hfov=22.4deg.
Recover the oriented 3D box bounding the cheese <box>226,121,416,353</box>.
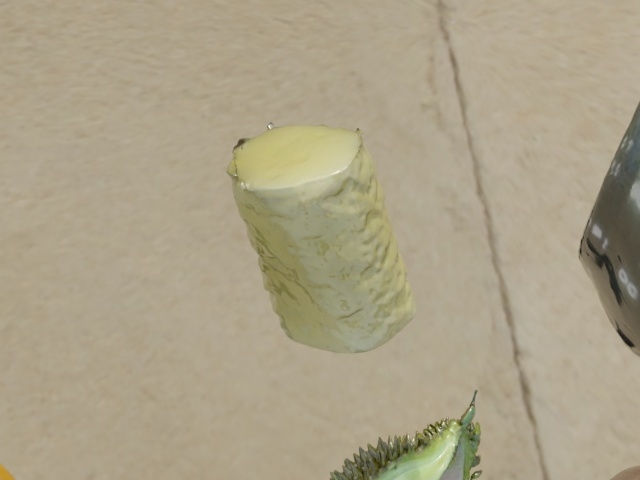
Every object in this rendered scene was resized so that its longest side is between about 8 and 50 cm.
[{"bbox_3d":[0.000,0.000,1.252,0.123,0.094,0.167,3,127,30],"label":"cheese"}]

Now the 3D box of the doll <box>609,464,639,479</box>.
[{"bbox_3d":[0.264,0.225,1.199,0.145,0.188,0.096,34,92,30],"label":"doll"}]

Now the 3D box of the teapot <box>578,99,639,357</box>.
[{"bbox_3d":[0.314,-0.022,0.658,0.344,0.253,0.300,29,85,11],"label":"teapot"}]

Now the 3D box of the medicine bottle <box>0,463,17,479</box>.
[{"bbox_3d":[-0.400,0.349,1.694,0.112,0.149,0.222,44,126,33],"label":"medicine bottle"}]

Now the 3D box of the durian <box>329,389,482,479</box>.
[{"bbox_3d":[0.057,0.228,1.400,0.095,0.137,0.220,34,58,31],"label":"durian"}]
